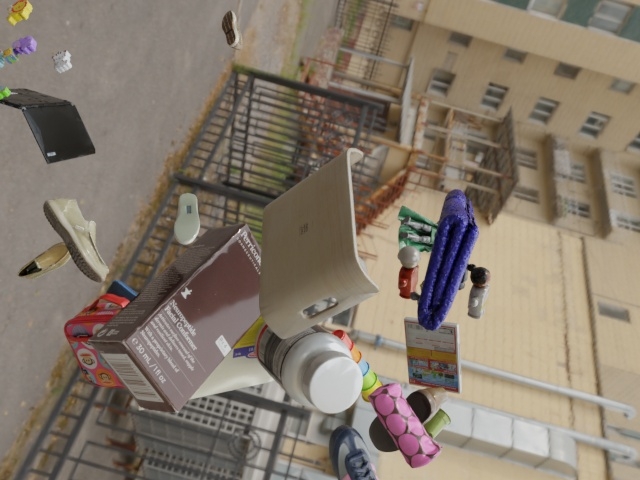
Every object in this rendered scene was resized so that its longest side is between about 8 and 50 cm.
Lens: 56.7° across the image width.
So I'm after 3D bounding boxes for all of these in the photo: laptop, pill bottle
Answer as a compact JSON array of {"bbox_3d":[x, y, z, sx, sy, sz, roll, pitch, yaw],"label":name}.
[{"bbox_3d":[-0.812,-0.333,1.689,0.234,0.264,0.136,-52,157,-71],"label":"laptop"},{"bbox_3d":[-0.030,0.290,1.418,0.318,0.176,0.176,20,-85,64],"label":"pill bottle"}]

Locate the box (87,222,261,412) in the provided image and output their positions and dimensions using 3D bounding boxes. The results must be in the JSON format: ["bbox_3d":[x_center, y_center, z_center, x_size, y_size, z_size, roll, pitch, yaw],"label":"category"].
[{"bbox_3d":[-0.260,0.150,1.234,0.381,0.143,0.191,-51,121,-41],"label":"box"}]

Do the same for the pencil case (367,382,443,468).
[{"bbox_3d":[0.207,0.445,1.446,0.098,0.209,0.095,-25,164,-24],"label":"pencil case"}]

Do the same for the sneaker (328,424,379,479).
[{"bbox_3d":[0.120,0.615,1.470,0.131,0.112,0.319,-19,-90,60],"label":"sneaker"}]

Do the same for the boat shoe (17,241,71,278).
[{"bbox_3d":[-0.840,0.066,1.807,0.190,0.068,0.072,-34,177,13],"label":"boat shoe"}]

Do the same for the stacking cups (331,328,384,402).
[{"bbox_3d":[0.120,0.447,2.102,0.316,0.096,0.096,56,31,-30],"label":"stacking cups"}]

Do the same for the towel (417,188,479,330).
[{"bbox_3d":[0.256,0.030,1.171,0.308,0.076,0.227,-43,145,-71],"label":"towel"}]

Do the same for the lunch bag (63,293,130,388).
[{"bbox_3d":[-0.527,0.262,1.585,0.120,0.293,0.258,-53,133,-60],"label":"lunch bag"}]

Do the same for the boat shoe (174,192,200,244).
[{"bbox_3d":[-0.433,-0.056,1.935,0.227,0.079,0.081,-99,-166,-45],"label":"boat shoe"}]

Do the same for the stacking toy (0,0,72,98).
[{"bbox_3d":[-0.686,-0.412,1.300,0.167,0.221,0.052,61,7,-60],"label":"stacking toy"}]

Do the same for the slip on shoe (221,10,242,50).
[{"bbox_3d":[-0.259,-0.626,1.771,0.041,0.051,0.135,22,44,-51],"label":"slip on shoe"}]

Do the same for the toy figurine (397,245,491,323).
[{"bbox_3d":[0.306,0.098,1.470,0.209,0.213,0.148,-114,-161,-59],"label":"toy figurine"}]

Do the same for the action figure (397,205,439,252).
[{"bbox_3d":[0.327,-0.012,1.711,0.063,0.232,0.137,-7,-107,57],"label":"action figure"}]

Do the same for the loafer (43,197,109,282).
[{"bbox_3d":[-0.659,-0.009,1.643,0.092,0.268,0.102,-35,-174,-35],"label":"loafer"}]

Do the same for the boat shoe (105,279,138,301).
[{"bbox_3d":[-0.717,0.258,2.293,0.089,0.258,0.109,-52,164,-8],"label":"boat shoe"}]

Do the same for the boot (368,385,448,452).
[{"bbox_3d":[0.252,0.510,1.689,0.115,0.112,0.305,-10,149,-44],"label":"boot"}]

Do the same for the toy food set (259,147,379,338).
[{"bbox_3d":[0.000,0.000,1.064,0.220,0.092,0.306,-31,-136,31],"label":"toy food set"}]

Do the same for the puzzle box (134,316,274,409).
[{"bbox_3d":[-0.268,0.272,1.529,0.052,0.409,0.272,37,-56,51],"label":"puzzle box"}]

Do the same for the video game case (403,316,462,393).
[{"bbox_3d":[0.416,0.424,2.193,0.025,0.204,0.285,-36,124,-54],"label":"video game case"}]

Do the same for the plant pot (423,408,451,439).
[{"bbox_3d":[0.336,0.552,1.780,0.079,0.083,0.083,-45,164,-31],"label":"plant pot"}]
